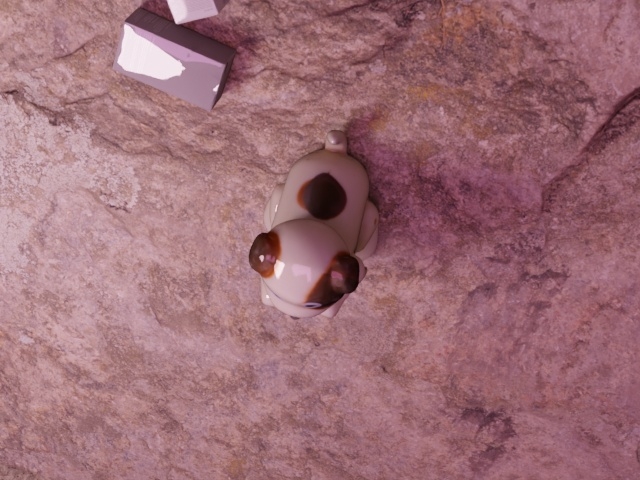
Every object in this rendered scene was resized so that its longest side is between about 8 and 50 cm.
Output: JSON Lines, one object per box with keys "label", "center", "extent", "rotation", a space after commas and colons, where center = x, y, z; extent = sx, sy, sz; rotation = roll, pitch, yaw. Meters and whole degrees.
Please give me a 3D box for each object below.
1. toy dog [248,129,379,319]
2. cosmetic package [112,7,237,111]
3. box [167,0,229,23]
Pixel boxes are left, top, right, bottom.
{"label": "toy dog", "center": [0.000, 0.000, 1.855], "extent": [0.285, 0.407, 0.395], "rotation": [23, 125, -3]}
{"label": "cosmetic package", "center": [-0.316, -0.392, 1.861], "extent": [0.238, 0.107, 0.127], "rotation": [23, 124, -6]}
{"label": "box", "center": [-0.254, -0.511, 1.767], "extent": [0.102, 0.101, 0.087], "rotation": [-8, 121, 18]}
